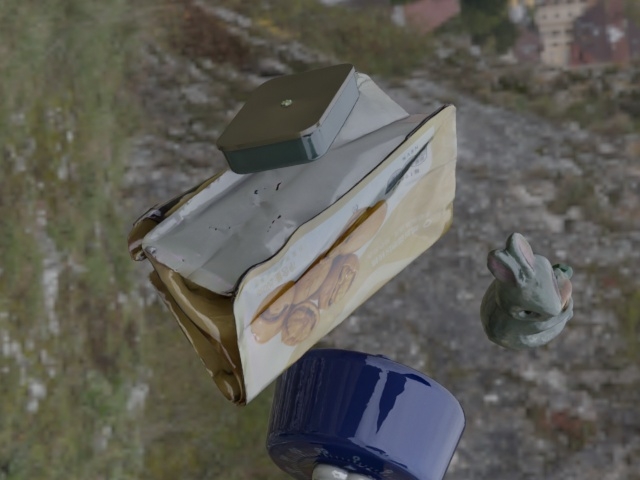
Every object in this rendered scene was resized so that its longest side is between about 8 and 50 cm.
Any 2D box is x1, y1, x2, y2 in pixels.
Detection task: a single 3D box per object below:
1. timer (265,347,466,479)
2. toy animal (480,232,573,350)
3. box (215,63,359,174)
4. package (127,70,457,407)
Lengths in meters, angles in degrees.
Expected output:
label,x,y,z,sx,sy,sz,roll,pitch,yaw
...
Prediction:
label,x,y,z,sx,sy,sz,roll,pitch,yaw
timer,0.023,0.364,1.700,0.270,0.270,0.384,60,41,-53
toy animal,0.250,0.071,1.582,0.108,0.138,0.236,49,4,15
box,-0.022,-0.096,1.021,0.126,0.091,0.031,-63,137,-54
package,-0.024,-0.021,1.283,0.311,0.165,0.221,-40,151,-24
